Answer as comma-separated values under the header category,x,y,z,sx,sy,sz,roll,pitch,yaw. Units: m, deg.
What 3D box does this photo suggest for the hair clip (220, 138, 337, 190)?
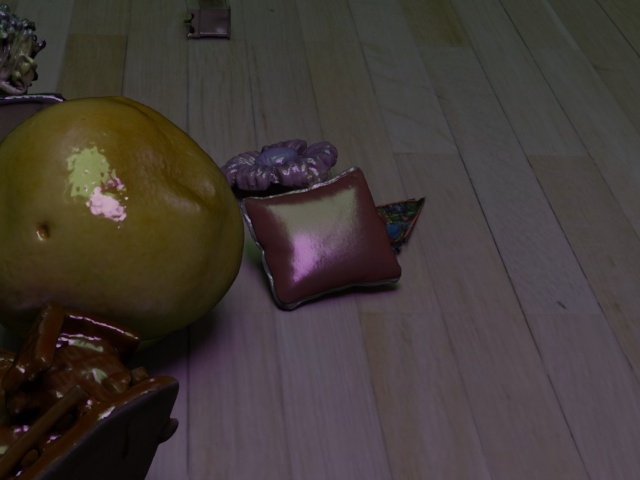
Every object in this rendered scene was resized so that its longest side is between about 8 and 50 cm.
category,x,y,z,sx,sy,sz,roll,pitch,yaw
hair clip,-0.023,-0.086,1.761,0.173,0.069,0.300,-20,36,-34

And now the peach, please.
category,x,y,z,sx,sy,sz,roll,pitch,yaw
peach,-0.260,-0.014,1.430,0.314,0.281,0.316,16,49,-40

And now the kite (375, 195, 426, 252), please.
category,x,y,z,sx,sy,sz,roll,pitch,yaw
kite,0.072,-0.027,1.750,0.241,0.014,0.183,-16,35,-30

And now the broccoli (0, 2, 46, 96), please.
category,x,y,z,sx,sy,sz,roll,pitch,yaw
broccoli,-0.571,-0.231,1.733,0.334,0.272,0.324,-14,37,-41

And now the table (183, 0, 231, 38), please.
category,x,y,z,sx,sy,sz,roll,pitch,yaw
table,-0.215,-0.424,2.295,0.083,0.062,0.079,-2,33,-11

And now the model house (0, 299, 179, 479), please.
category,x,y,z,sx,sy,sz,roll,pitch,yaw
model house,-0.291,0.178,1.214,0.229,0.199,0.219,34,30,32

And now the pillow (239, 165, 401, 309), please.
category,x,y,z,sx,sy,sz,roll,pitch,yaw
pillow,0.000,0.000,1.609,0.179,0.075,0.171,-15,69,-16

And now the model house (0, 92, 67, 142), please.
category,x,y,z,sx,sy,sz,roll,pitch,yaw
model house,-0.446,-0.090,1.669,0.218,0.205,0.278,-4,3,-16
